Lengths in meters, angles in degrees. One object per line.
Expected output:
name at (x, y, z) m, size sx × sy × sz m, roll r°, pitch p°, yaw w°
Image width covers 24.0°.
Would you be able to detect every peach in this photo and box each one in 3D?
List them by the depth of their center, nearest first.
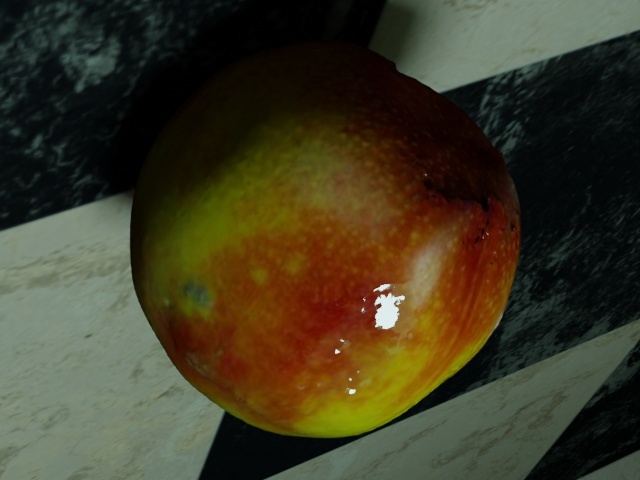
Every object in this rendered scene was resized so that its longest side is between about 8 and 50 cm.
peach at (0.000, 0.000, 0.881) m, size 0.231 × 0.231 × 0.231 m, roll -26°, pitch 156°, yaw -12°
